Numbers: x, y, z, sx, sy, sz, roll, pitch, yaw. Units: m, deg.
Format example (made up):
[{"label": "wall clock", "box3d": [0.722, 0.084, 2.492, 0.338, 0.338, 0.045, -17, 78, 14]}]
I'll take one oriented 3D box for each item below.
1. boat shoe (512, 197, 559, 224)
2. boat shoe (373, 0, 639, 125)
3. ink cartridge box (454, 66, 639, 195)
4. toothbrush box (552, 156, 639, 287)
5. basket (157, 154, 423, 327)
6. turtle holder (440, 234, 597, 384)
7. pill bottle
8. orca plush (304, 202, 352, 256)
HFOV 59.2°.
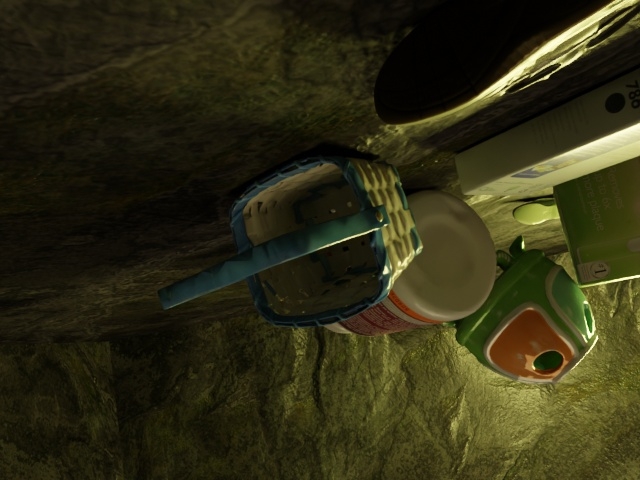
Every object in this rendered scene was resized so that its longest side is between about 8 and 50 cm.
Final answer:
[{"label": "boat shoe", "box3d": [0.475, -0.068, 1.220, 0.136, 0.049, 0.043, -9, -152, -10]}, {"label": "boat shoe", "box3d": [0.137, -0.140, 0.398, 0.073, 0.080, 0.223, 6, 156, -42]}, {"label": "ink cartridge box", "box3d": [0.346, -0.132, 0.691, 0.165, 0.065, 0.332, -2, 168, -40]}, {"label": "toothbrush box", "box3d": [0.587, -0.044, 1.008, 0.282, 0.207, 0.122, -13, 169, 19]}, {"label": "basket", "box3d": [-0.023, 0.008, 0.687, 0.288, 0.201, 0.254, -14, 176, -46]}, {"label": "turtle holder", "box3d": [0.400, 0.154, 1.100, 0.243, 0.227, 0.320, -50, 159, 3]}, {"label": "pill bottle", "box3d": [0.126, 0.065, 1.086, 0.223, 0.224, 0.392, -5, 168, -26]}, {"label": "orca plush", "box3d": [0.000, 0.000, 0.941, 0.287, 0.102, 0.151, -15, 169, 24]}]
